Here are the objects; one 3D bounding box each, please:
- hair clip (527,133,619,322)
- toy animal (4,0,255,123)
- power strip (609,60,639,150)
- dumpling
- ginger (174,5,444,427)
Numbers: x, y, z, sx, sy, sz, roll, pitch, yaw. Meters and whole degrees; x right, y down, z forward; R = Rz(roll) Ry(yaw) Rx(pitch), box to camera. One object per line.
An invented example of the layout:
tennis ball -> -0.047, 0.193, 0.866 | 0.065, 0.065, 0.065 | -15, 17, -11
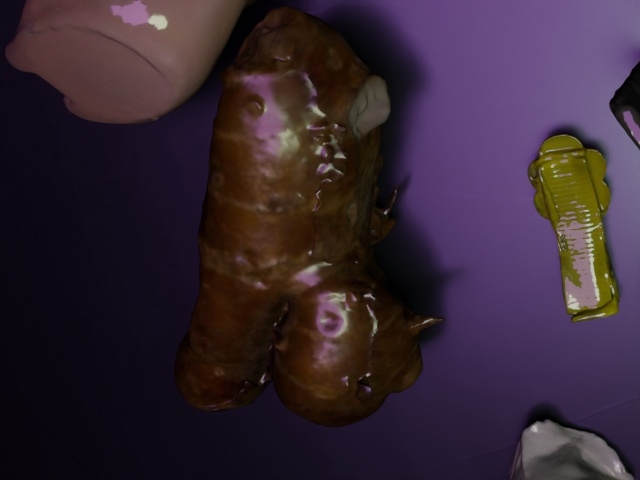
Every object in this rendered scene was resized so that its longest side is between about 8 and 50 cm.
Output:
hair clip -> 0.238, -0.015, 1.124 | 0.072, 0.046, 0.173 | -14, 101, 16
toy animal -> -0.137, -0.236, 1.107 | 0.195, 0.213, 0.256 | 36, 71, -33
power strip -> 0.342, -0.045, 0.972 | 0.092, 0.257, 0.251 | -31, 95, 26
dumpling -> 0.242, 0.262, 1.168 | 0.127, 0.108, 0.188 | -6, 85, -6
ginger -> 0.000, 0.000, 1.129 | 0.254, 0.176, 0.418 | 14, 114, 12
